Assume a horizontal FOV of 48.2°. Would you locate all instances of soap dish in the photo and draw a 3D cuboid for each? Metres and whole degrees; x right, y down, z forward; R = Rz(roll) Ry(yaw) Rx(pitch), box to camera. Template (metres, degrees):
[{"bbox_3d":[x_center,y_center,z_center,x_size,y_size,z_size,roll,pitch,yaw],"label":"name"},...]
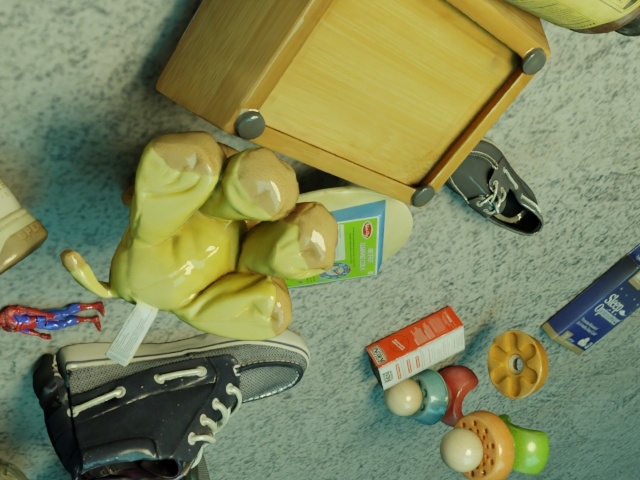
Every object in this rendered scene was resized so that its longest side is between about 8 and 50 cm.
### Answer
[{"bbox_3d":[0.044,-0.155,0.611,0.290,0.118,0.229,17,121,-41],"label":"soap dish"}]

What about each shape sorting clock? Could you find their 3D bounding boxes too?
[{"bbox_3d":[0.000,0.000,0.781,0.206,0.040,0.206,-7,152,-4],"label":"shape sorting clock"}]

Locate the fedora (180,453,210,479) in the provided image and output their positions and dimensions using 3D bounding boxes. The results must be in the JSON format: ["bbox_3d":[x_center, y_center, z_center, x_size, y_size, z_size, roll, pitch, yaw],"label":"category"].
[{"bbox_3d":[-0.237,0.354,0.925,0.124,0.244,0.276,0,142,9],"label":"fedora"}]

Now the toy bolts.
[{"bbox_3d":[0.208,0.231,1.074,0.158,0.228,0.219,8,91,-35],"label":"toy bolts"}]

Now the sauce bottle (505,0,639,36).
[{"bbox_3d":[0.220,-0.237,0.605,0.344,0.111,0.111,-8,138,-51],"label":"sauce bottle"}]

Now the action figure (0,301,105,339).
[{"bbox_3d":[-0.280,0.082,0.728,0.115,0.030,0.038,1,136,-30],"label":"action figure"}]

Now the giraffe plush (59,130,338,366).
[{"bbox_3d":[-0.099,-0.013,0.610,0.210,0.170,0.181,-38,112,16],"label":"giraffe plush"}]

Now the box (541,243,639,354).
[{"bbox_3d":[0.500,0.103,1.235,0.225,0.037,0.136,-46,138,16],"label":"box"}]

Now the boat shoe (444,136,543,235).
[{"bbox_3d":[0.209,-0.061,0.854,0.075,0.065,0.206,-45,139,17],"label":"boat shoe"}]

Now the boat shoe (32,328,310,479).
[{"bbox_3d":[-0.144,0.200,0.832,0.340,0.158,0.127,-3,133,-29],"label":"boat shoe"}]

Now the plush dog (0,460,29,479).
[{"bbox_3d":[-0.411,0.338,0.735,0.225,0.210,0.262,-43,146,-19],"label":"plush dog"}]

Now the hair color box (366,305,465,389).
[{"bbox_3d":[0.142,0.160,1.061,0.141,0.043,0.072,-26,140,-8],"label":"hair color box"}]

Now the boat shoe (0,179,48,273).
[{"bbox_3d":[-0.388,0.051,0.577,0.341,0.122,0.110,-35,104,0],"label":"boat shoe"}]
